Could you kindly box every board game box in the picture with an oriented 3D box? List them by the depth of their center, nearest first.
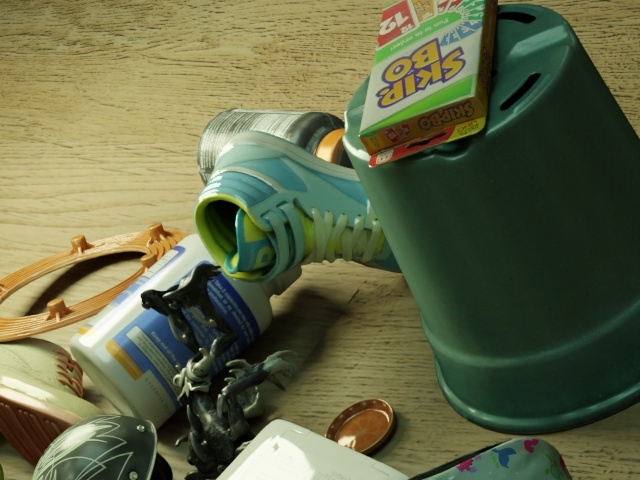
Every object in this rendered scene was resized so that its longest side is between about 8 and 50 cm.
[{"bbox_3d":[0.109,-0.172,1.753,0.124,0.039,0.259,-18,36,23],"label":"board game box"}]

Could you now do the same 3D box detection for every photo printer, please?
[{"bbox_3d":[-0.055,0.335,1.753,0.307,0.107,0.256,-46,34,-21],"label":"photo printer"}]

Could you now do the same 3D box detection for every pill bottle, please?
[{"bbox_3d":[-0.155,0.089,2.147,0.272,0.152,0.152,-41,32,-16],"label":"pill bottle"},{"bbox_3d":[-0.039,-0.105,2.340,0.245,0.130,0.130,7,48,46],"label":"pill bottle"}]

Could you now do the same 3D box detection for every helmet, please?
[{"bbox_3d":[-0.235,0.273,1.946,0.169,0.161,0.169,-23,32,15],"label":"helmet"}]

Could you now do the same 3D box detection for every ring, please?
[{"bbox_3d":[-0.334,0.049,2.378,0.336,0.032,0.336,-18,16,5],"label":"ring"}]

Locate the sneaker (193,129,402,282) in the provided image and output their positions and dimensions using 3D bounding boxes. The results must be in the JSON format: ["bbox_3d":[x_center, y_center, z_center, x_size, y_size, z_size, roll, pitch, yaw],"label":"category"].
[{"bbox_3d":[0.000,0.000,2.038,0.319,0.127,0.208,19,33,9],"label":"sneaker"}]

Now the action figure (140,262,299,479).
[{"bbox_3d":[-0.100,0.166,1.979,0.141,0.276,0.164,-10,-15,-36],"label":"action figure"}]

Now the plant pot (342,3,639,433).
[{"bbox_3d":[0.204,-0.040,1.836,0.341,0.334,0.341,-23,31,15],"label":"plant pot"}]

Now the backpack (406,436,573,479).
[{"bbox_3d":[0.127,0.292,1.547,0.253,0.225,0.191,-28,56,-8],"label":"backpack"}]

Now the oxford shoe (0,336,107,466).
[{"bbox_3d":[-0.351,0.183,2.207,0.146,0.140,0.397,-41,33,-25],"label":"oxford shoe"}]

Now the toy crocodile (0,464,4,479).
[{"bbox_3d":[-0.528,0.261,2.273,0.105,0.115,0.340,-40,33,-25],"label":"toy crocodile"}]

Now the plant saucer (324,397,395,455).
[{"bbox_3d":[0.044,0.206,1.938,0.083,0.013,0.083,-23,32,16],"label":"plant saucer"}]
